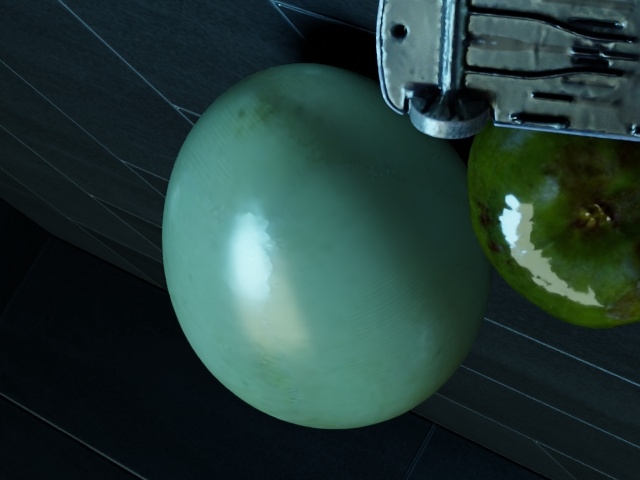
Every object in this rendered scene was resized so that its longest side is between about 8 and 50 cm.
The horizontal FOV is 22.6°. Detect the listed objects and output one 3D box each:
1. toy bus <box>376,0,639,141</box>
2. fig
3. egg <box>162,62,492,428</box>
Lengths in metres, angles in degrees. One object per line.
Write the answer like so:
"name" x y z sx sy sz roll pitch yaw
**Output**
"toy bus" 0.107 -0.078 0.583 0.167 0.076 0.073 8 126 9
"fig" 0.146 -0.042 0.820 0.133 0.185 0.126 34 130 -4
"egg" 0.000 0.000 1.057 0.218 0.218 0.295 25 159 28
